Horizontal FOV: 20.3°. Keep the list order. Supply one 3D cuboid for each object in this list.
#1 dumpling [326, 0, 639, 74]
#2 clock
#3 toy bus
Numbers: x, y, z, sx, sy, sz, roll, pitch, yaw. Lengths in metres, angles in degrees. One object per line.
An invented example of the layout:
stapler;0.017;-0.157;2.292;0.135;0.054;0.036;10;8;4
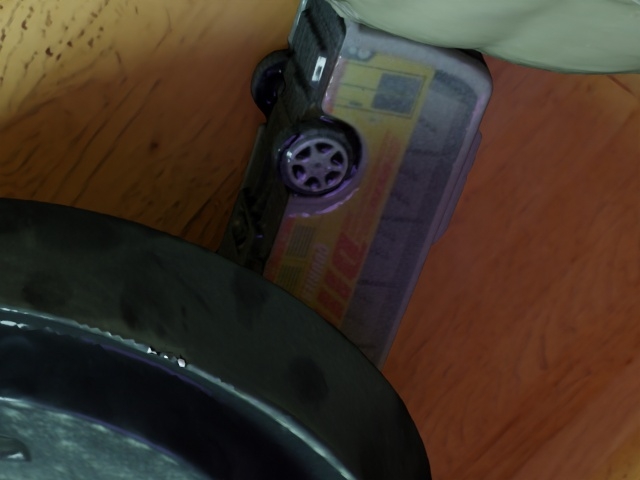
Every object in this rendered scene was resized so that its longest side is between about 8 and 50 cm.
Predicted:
dumpling;0.088;-0.141;0.688;0.395;0.315;0.233;26;118;-23
clock;-0.130;0.131;0.882;0.386;0.076;0.386;7;137;7
toy bus;0.000;0.000;0.892;0.106;0.092;0.268;9;119;-20
